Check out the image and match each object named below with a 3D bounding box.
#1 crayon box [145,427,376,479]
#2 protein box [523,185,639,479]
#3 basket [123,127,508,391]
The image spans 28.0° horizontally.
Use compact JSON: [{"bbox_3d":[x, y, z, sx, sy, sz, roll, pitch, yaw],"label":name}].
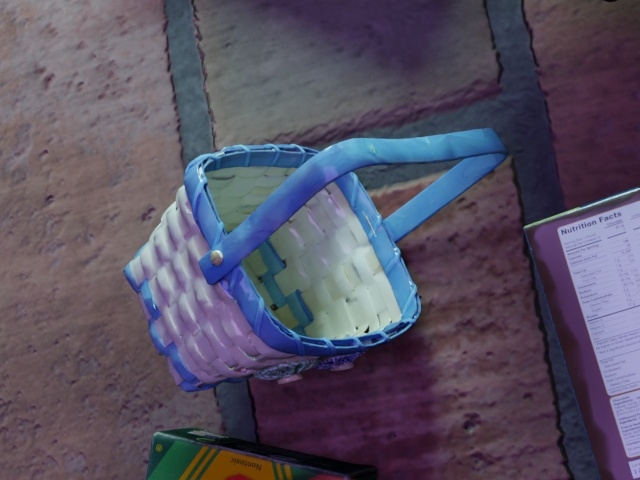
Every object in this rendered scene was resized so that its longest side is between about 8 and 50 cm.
[{"bbox_3d":[-0.075,0.348,1.173,0.202,0.081,0.319,8,89,23],"label":"crayon box"},{"bbox_3d":[0.268,0.070,0.982,0.136,0.200,0.201,-19,78,21],"label":"protein box"},{"bbox_3d":[0.000,0.000,1.085,0.289,0.254,0.201,-44,68,34],"label":"basket"}]
